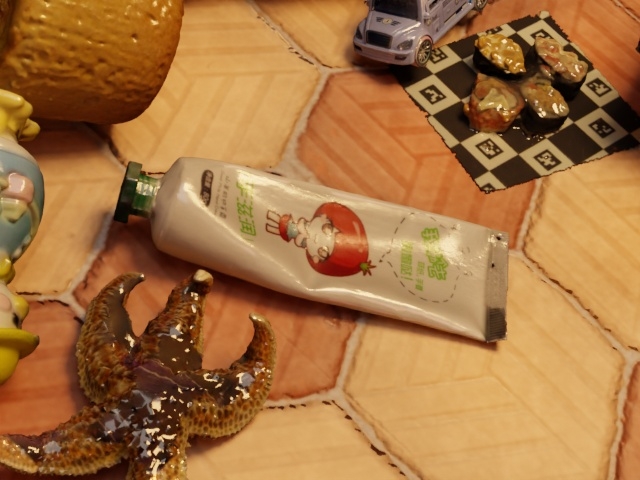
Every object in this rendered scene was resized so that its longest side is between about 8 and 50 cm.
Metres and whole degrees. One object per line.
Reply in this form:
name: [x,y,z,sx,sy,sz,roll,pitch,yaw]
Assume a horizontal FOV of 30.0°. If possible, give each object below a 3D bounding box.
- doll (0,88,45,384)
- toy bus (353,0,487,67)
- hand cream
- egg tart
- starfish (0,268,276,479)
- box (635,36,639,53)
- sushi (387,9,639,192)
doll: [-0.249,0.012,0.866,0.099,0.135,0.241,10,68,-36]
toy bus: [0.098,-0.237,1.157,0.073,0.076,0.167,20,48,30]
hand cream: [0.000,0.000,0.983,0.336,0.076,0.121,14,53,-10]
egg tart: [-0.208,-0.190,0.994,0.147,0.202,0.202,13,48,-31]
starfish: [-0.134,0.119,0.859,0.216,0.071,0.238,-3,44,-8]
box: [0.431,-0.203,1.143,0.198,0.084,0.310,31,30,11]
sushi: [0.197,-0.150,1.146,0.210,0.040,0.193,-20,60,-25]
